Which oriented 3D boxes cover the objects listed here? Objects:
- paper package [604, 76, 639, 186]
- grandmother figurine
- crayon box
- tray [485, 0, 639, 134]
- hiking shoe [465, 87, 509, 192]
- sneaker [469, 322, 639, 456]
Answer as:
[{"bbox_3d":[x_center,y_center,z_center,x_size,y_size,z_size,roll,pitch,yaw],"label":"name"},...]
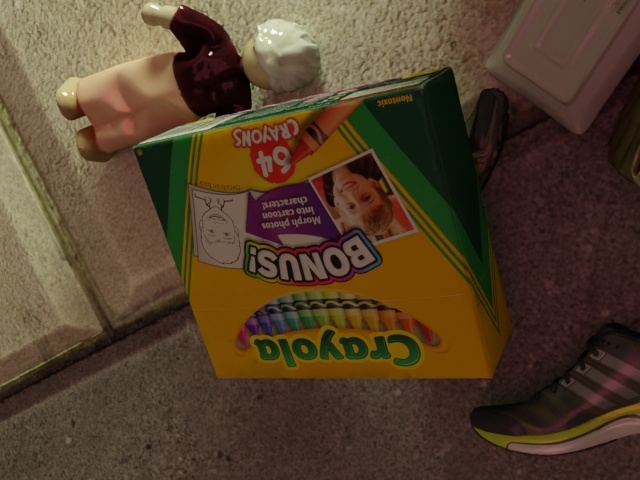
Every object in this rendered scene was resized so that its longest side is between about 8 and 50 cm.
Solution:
[{"bbox_3d":[0.434,-0.074,0.621,0.325,0.309,0.168,24,106,13],"label":"paper package"},{"bbox_3d":[-0.165,-0.202,0.936,0.343,0.104,0.207,-11,122,18],"label":"grandmother figurine"},{"bbox_3d":[0.000,0.000,0.839,0.363,0.106,0.313,-6,110,30],"label":"crayon box"},{"bbox_3d":[0.279,-0.254,0.745,0.145,0.030,0.270,44,126,25],"label":"tray"},{"bbox_3d":[0.133,-0.078,0.849,0.114,0.086,0.226,27,108,11],"label":"hiking shoe"},{"bbox_3d":[0.311,0.159,0.826,0.300,0.111,0.121,-18,82,16],"label":"sneaker"}]
